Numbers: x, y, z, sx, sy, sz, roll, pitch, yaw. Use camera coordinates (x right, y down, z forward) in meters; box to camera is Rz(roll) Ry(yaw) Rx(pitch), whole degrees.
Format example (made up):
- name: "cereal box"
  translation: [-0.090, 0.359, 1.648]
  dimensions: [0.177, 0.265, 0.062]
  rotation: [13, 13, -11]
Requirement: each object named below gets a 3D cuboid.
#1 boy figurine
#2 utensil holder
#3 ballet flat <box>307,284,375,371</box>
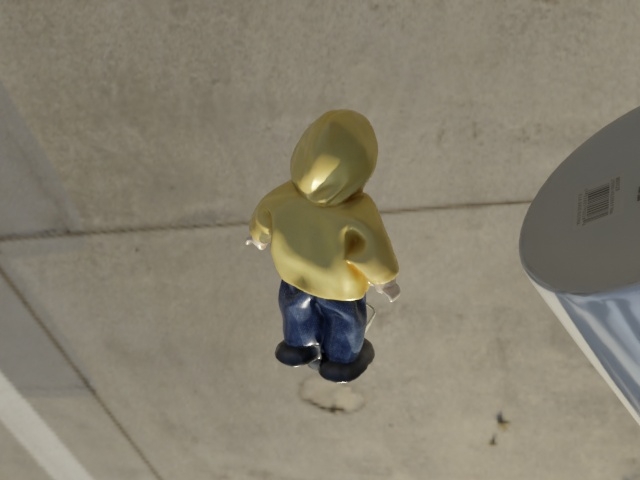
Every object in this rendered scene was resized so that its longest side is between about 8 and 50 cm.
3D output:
- name: "boy figurine"
  translation: [0.000, 0.000, 0.974]
  dimensions: [0.177, 0.092, 0.285]
  rotation: [15, 119, 28]
- name: "utensil holder"
  translation: [0.439, 0.071, 1.003]
  dimensions: [0.328, 0.327, 0.385]
  rotation: [-25, 118, 33]
- name: "ballet flat"
  translation: [0.037, 0.061, 1.136]
  dimensions: [0.074, 0.203, 0.074]
  rotation: [16, 167, 4]
